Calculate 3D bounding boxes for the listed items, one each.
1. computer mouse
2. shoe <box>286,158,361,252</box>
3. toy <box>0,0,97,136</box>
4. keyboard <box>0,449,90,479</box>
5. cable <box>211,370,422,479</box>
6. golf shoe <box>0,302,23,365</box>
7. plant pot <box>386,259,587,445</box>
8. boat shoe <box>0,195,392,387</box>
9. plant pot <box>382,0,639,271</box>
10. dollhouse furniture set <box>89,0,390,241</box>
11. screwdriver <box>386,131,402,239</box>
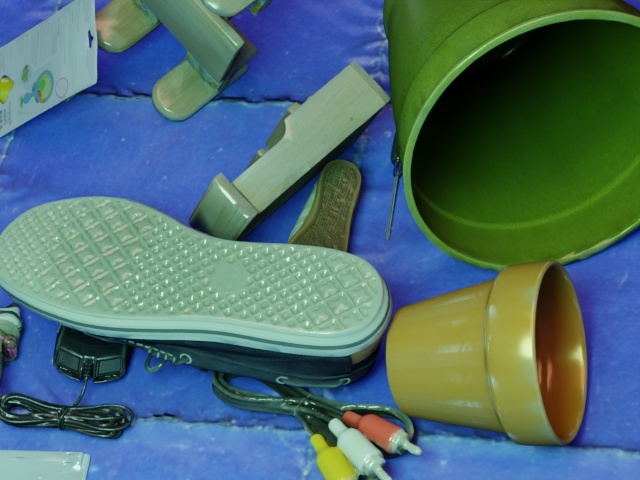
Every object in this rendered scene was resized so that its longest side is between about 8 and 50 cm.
[{"bbox_3d":[-0.314,0.123,1.928,0.184,0.060,0.262,3,63,-4],"label":"computer mouse"},{"bbox_3d":[0.000,0.000,1.982,0.076,0.058,0.219,23,62,-1],"label":"shoe"},{"bbox_3d":[-0.366,-0.232,2.145,0.237,0.056,0.137,-20,67,38],"label":"toy"},{"bbox_3d":[-0.402,0.281,1.861,0.256,0.014,0.072,0,59,10],"label":"keyboard"},{"bbox_3d":[-0.002,0.195,1.821,0.139,0.072,0.287,-38,56,-24],"label":"cable"},{"bbox_3d":[-0.465,0.111,1.966,0.186,0.067,0.086,4,48,0],"label":"golf shoe"},{"bbox_3d":[0.183,0.131,1.774,0.188,0.205,0.205,-5,51,25],"label":"plant pot"},{"bbox_3d":[-0.156,0.072,1.855,0.500,0.156,0.187,10,56,15],"label":"boat shoe"},{"bbox_3d":[0.233,-0.214,1.942,0.366,0.366,0.353,-17,42,-3],"label":"plant pot"},{"bbox_3d":[-0.152,-0.220,1.992,0.256,0.362,0.394,-42,88,-23],"label":"dollhouse furniture set"},{"bbox_3d":[0.098,-0.071,2.042,0.024,0.025,0.170,3,63,11],"label":"screwdriver"}]
